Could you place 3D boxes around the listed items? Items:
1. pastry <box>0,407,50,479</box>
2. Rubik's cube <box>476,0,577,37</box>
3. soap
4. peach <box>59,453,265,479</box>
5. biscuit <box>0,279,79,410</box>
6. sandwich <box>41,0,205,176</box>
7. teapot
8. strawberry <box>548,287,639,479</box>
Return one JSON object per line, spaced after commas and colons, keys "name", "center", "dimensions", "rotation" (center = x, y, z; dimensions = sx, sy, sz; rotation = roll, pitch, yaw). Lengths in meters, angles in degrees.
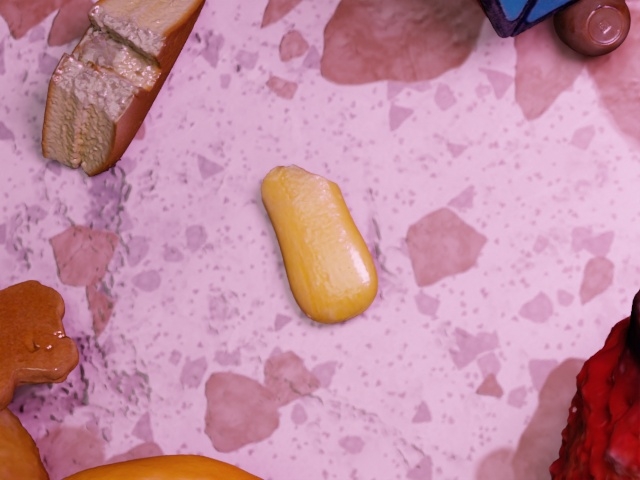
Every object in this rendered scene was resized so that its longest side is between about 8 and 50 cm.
{"name": "pastry", "center": [-0.426, 0.295, 1.326], "dimensions": [0.356, 0.164, 0.355], "rotation": [-3, 79, 15]}
{"name": "Rubik's cube", "center": [0.192, -0.382, 1.191], "dimensions": [0.260, 0.259, 0.254], "rotation": [-32, 59, 9]}
{"name": "soap", "center": [0.000, 0.000, 1.329], "dimensions": [0.089, 0.033, 0.168], "rotation": [-19, 79, 8]}
{"name": "peach", "center": [-0.137, 0.330, 1.194], "dimensions": [0.308, 0.289, 0.288], "rotation": [-5, 81, 18]}
{"name": "biscuit", "center": [-0.371, 0.108, 1.328], "dimensions": [0.249, 0.035, 0.184], "rotation": [-10, 44, -21]}
{"name": "sandwich", "center": [-0.207, -0.179, 1.374], "dimensions": [0.090, 0.088, 0.244], "rotation": [31, 90, 11]}
{"name": "teapot", "center": [0.269, -0.232, 1.269], "dimensions": [0.085, 0.080, 0.110], "rotation": [40, 100, -17]}
{"name": "strawberry", "center": [0.336, 0.203, 1.127], "dimensions": [0.292, 0.310, 0.291], "rotation": [4, 52, -5]}
